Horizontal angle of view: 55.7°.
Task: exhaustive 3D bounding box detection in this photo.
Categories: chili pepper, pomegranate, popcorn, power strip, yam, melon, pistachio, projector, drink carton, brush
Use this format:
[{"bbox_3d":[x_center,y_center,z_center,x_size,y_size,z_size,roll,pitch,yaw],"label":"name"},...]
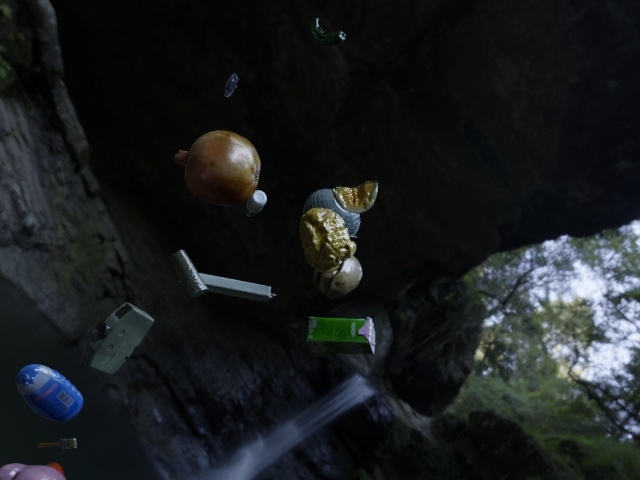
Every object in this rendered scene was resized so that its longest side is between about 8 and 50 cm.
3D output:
[{"bbox_3d":[0.012,-0.516,1.522,0.118,0.055,0.035,41,4,34],"label":"chili pepper"},{"bbox_3d":[-0.329,-0.230,1.931,0.270,0.229,0.252,11,-9,3],"label":"pomegranate"},{"bbox_3d":[0.013,0.002,1.797,0.163,0.140,0.194,12,-69,47],"label":"popcorn"},{"bbox_3d":[-0.345,0.174,2.265,0.367,0.043,0.106,11,-19,-3],"label":"power strip"},{"bbox_3d":[-0.455,0.117,2.078,0.169,0.068,0.068,55,-17,12],"label":"yam"},{"bbox_3d":[0.125,-0.141,2.085,0.079,0.160,0.128,61,24,-67],"label":"melon"},{"bbox_3d":[0.064,0.127,2.237,0.162,0.182,0.293,28,6,11],"label":"pistachio"},{"bbox_3d":[-0.784,0.369,2.313,0.088,0.270,0.193,30,-12,32],"label":"projector"},{"bbox_3d":[0.079,0.378,2.417,0.161,0.270,0.108,69,23,-60],"label":"drink carton"},{"bbox_3d":[-1.046,0.809,2.399,0.014,0.169,0.043,3,80,-80],"label":"brush"}]

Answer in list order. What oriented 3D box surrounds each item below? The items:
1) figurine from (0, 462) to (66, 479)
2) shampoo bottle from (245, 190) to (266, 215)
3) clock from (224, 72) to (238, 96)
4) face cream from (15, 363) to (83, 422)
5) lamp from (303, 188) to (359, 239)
[{"bbox_3d":[-0.937,0.863,2.016,0.261,0.211,0.270,58,31,-55],"label":"figurine"},{"bbox_3d":[-0.292,-0.153,2.656,0.074,0.074,0.192,54,-29,4],"label":"shampoo bottle"},{"bbox_3d":[-0.305,-0.527,2.062,0.010,0.083,0.074,27,-7,12],"label":"clock"},{"bbox_3d":[-0.940,0.521,2.084,0.083,0.149,0.264,40,-19,49],"label":"face cream"},{"bbox_3d":[0.048,-0.098,2.640,0.265,0.233,0.233,21,-9,-17],"label":"lamp"}]
